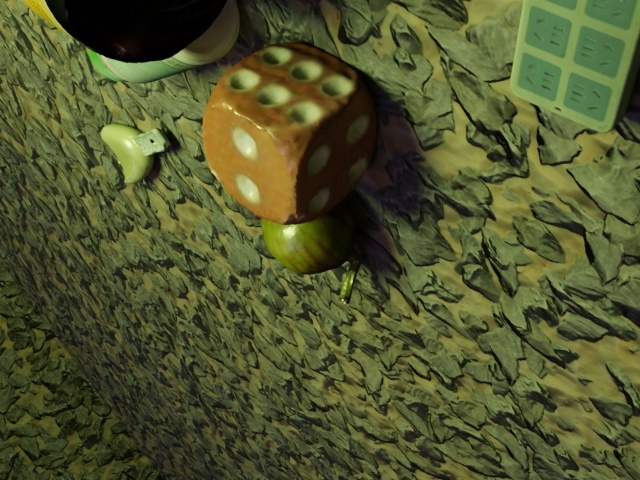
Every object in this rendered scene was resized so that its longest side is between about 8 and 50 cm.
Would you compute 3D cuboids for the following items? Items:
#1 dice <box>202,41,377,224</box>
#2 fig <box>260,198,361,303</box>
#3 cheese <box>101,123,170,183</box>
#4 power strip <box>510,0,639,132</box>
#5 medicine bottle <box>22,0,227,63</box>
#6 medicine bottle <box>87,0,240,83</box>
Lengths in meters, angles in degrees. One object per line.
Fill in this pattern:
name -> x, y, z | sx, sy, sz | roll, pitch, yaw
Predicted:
dice -> -0.041, -0.140, 1.177 | 0.175, 0.174, 0.179 | 37, 151, 23
fig -> 0.004, -0.006, 1.344 | 0.186, 0.147, 0.142 | 18, 150, -30
cheese -> -0.341, -0.172, 1.680 | 0.235, 0.050, 0.127 | -3, 123, 57
power strip -> 0.247, -0.218, 0.818 | 0.118, 0.046, 0.270 | 33, 147, 27
medicine bottle -> -0.282, -0.382, 1.081 | 0.395, 0.243, 0.242 | 43, 155, 43
medicine bottle -> -0.239, -0.300, 1.294 | 0.274, 0.133, 0.133 | -1, 125, 53
